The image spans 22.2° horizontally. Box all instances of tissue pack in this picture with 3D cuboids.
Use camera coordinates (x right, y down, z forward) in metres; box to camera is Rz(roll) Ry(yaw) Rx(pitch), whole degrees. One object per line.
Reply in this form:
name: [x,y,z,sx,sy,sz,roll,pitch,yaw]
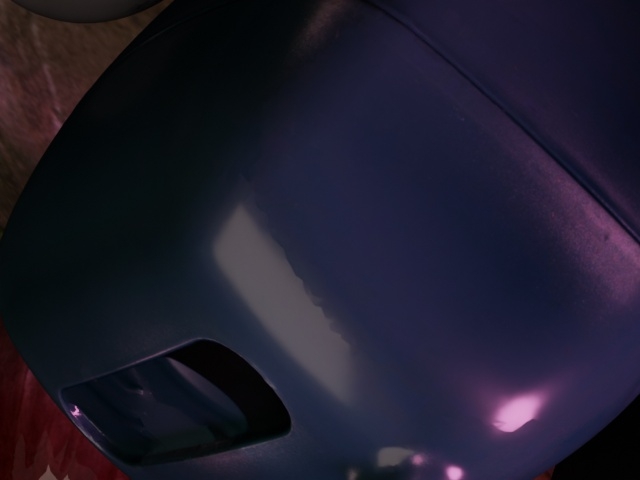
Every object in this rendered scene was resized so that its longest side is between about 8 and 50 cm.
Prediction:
tissue pack: [0.000,0.000,0.602,0.198,0.206,0.287,44,151,-15]

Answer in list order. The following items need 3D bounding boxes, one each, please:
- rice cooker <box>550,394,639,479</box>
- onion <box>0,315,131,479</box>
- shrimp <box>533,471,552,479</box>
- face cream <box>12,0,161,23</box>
rice cooker: [0.159,0.096,0.605,0.118,0.142,0.203,26,174,-5]
onion: [-0.128,0.180,0.953,0.348,0.285,0.347,20,146,15]
shrimp: [0.056,0.096,0.845,0.115,0.051,0.217,0,134,54]
face cream: [-0.087,-0.142,0.613,0.117,0.117,0.104,43,159,-2]
